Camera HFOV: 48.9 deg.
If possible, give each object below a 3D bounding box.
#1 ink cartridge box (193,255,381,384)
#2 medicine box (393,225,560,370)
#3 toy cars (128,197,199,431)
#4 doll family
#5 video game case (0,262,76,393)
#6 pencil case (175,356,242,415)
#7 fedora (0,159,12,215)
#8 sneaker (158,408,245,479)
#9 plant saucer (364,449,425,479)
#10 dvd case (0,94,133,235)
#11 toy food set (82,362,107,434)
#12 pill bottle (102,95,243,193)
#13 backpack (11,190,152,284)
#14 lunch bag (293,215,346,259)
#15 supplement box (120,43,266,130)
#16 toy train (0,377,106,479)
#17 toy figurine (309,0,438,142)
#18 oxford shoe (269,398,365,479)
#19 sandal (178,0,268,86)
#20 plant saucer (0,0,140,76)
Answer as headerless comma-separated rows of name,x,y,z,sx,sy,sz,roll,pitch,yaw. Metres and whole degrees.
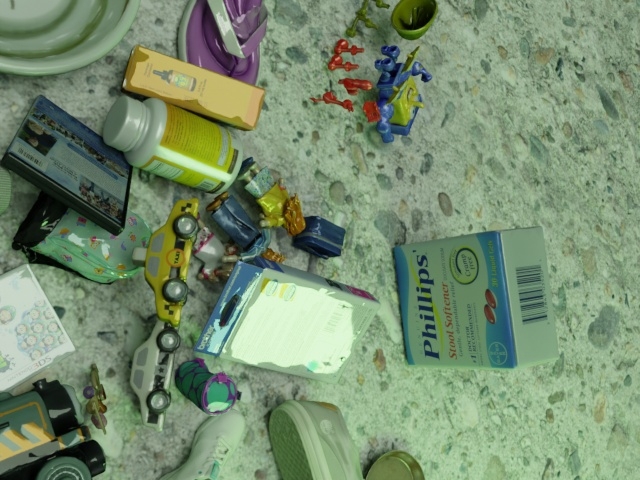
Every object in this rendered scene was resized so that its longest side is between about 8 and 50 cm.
ink cartridge box,-0.060,0.142,1.256,0.311,0.065,0.186,19,106,-34
medicine box,0.309,0.121,1.433,0.149,0.289,0.263,-4,85,-38
toy cars,-0.252,0.117,1.078,0.087,0.176,0.393,9,119,-9
doll family,-0.116,-0.030,1.255,0.163,0.118,0.263,51,58,-19
video game case,-0.463,0.134,1.044,0.143,0.019,0.157,-32,102,-35
pencil case,-0.186,0.236,1.145,0.064,0.152,0.070,23,80,-27
fedora,-0.502,-0.071,0.920,0.124,0.275,0.243,-4,92,-59
sneaker,-0.185,0.371,1.162,0.080,0.094,0.212,51,58,-17
plant saucer,0.143,0.507,1.418,0.168,0.029,0.168,5,81,-35
dvd case,-0.362,-0.117,1.044,0.180,0.253,0.022,37,106,-27
toy food set,-0.341,0.245,1.067,0.019,0.122,0.078,-17,107,-11
pill bottle,-0.244,-0.161,1.172,0.215,0.117,0.117,20,72,-39
backpack,-0.354,-0.007,1.085,0.182,0.115,0.152,38,60,-29
lunch bag,0.000,0.000,1.367,0.098,0.067,0.065,25,70,-32
supplement box,-0.217,-0.257,1.206,0.233,0.080,0.078,16,91,-22
toy train,-0.464,0.314,0.950,0.334,0.142,0.190,-17,85,-36
toy figurine,0.145,-0.334,1.512,0.362,0.191,0.217,-67,150,-31
oxford shoe,0.033,0.493,1.263,0.130,0.169,0.449,-13,86,-38
sandal,-0.157,-0.428,1.295,0.169,0.102,0.416,15,76,-31
plant saucer,-0.475,-0.434,1.069,0.400,0.100,0.400,6,79,-34
